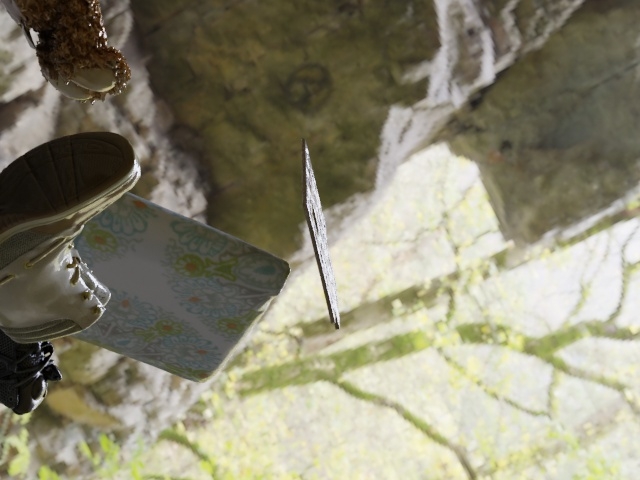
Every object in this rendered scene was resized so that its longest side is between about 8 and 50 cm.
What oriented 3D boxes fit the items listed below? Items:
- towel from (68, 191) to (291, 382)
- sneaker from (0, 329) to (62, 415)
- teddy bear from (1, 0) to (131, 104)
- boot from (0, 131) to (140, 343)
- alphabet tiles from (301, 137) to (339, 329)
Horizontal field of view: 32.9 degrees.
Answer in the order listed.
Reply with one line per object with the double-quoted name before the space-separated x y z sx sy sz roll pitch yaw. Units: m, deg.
"towel" -0.255 0.072 1.638 0.320 0.374 0.090 20 53 -14
"sneaker" -0.317 0.099 1.172 0.130 0.227 0.087 47 33 8
"teddy bear" -0.330 -0.314 1.286 0.338 0.113 0.245 55 -19 0
"boot" -0.222 0.005 0.937 0.165 0.213 0.077 53 10 -53
"alphabet tiles" 0.000 0.000 1.552 0.198 0.009 0.237 -93 172 -59
